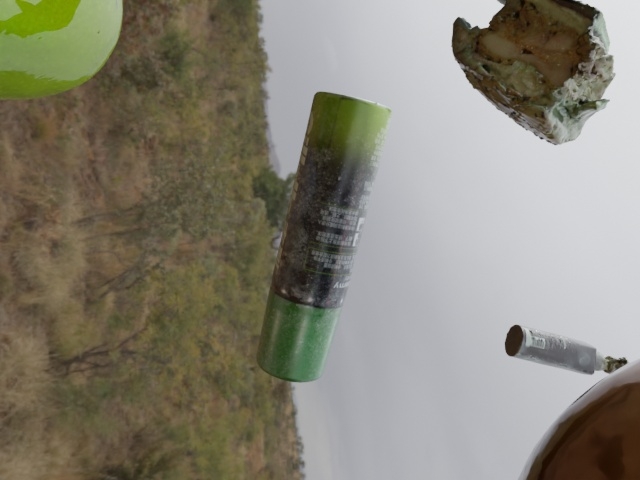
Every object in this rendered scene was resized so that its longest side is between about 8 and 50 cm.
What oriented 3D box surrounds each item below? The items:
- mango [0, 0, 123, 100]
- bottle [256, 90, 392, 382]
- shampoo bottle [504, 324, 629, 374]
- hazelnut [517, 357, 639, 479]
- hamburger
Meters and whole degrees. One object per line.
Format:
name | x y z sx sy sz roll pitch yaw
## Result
mango | -0.273 -0.194 0.376 0.156 0.192 0.343 45 15 -1
bottle | 0.000 0.000 0.620 0.093 0.093 0.330 -122 -135 -77
shampoo bottle | 0.424 0.194 0.905 0.063 0.208 0.057 153 -49 -76
hazelnut | 0.274 0.216 0.290 0.315 0.373 0.372 -77 161 -83
hamburger | 0.346 -0.278 0.840 0.192 0.167 0.288 28 22 -47
